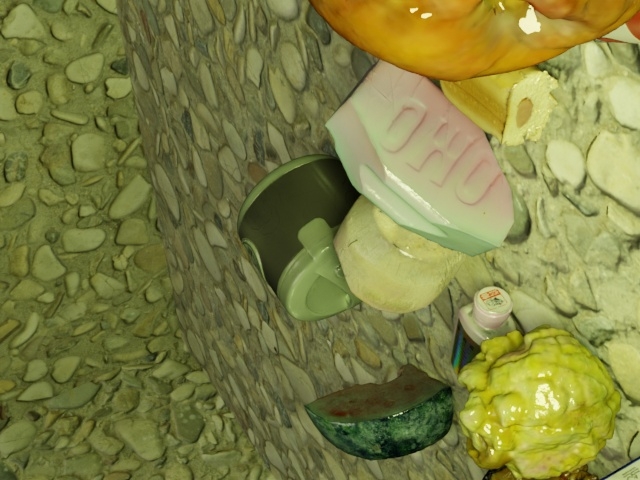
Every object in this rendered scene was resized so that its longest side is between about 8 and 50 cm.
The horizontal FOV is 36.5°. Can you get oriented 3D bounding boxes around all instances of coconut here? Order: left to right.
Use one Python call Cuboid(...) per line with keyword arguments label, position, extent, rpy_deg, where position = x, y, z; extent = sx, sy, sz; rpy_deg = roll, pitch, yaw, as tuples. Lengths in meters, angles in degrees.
Cuboid(label="coconut", position=(0.139, 0.008, 1.668), extent=(0.227, 0.227, 0.230), rpy_deg=(60, 157, 16))

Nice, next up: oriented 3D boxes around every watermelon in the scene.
Cuboid(label="watermelon", position=(0.135, 0.367, 2.052), extent=(0.226, 0.318, 0.148), rpy_deg=(-69, -35, -58))

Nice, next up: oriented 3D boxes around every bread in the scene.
Cuboid(label="bread", position=(0.246, -0.222, 1.361), extent=(0.173, 0.085, 0.134), rpy_deg=(50, 157, 33))

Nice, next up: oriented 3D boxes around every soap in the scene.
Cuboid(label="soap", position=(0.164, -0.121, 1.515), extent=(0.324, 0.193, 0.109), rpy_deg=(41, 156, -8))

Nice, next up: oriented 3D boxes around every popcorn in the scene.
Cuboid(label="popcorn", position=(0.320, 0.239, 1.463), extent=(0.212, 0.259, 0.259), rpy_deg=(-89, -3, -48))

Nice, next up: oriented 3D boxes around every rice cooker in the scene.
Cuboid(label="rice cooker", position=(0.000, 0.003, 1.923), extent=(0.277, 0.288, 0.288), rpy_deg=(55, 156, 27))

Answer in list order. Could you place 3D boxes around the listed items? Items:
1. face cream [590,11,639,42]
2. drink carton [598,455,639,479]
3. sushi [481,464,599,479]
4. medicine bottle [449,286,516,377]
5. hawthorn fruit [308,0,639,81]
Cuboid(label="face cream", position=(0.348, -0.264, 1.061), extent=(0.214, 0.096, 0.095), rpy_deg=(23, 133, 60))
Cuboid(label="drink carton", position=(0.498, 0.485, 1.459), extent=(0.130, 0.107, 0.315), rpy_deg=(40, 146, 52))
Cuboid(label="sushi", position=(0.371, 0.443, 1.629), extent=(0.200, 0.213, 0.204), rpy_deg=(36, 165, 13))
Cuboid(label="medicine bottle", position=(0.284, 0.170, 1.682), extent=(0.115, 0.078, 0.219), rpy_deg=(54, 155, 35))
Cuboid(label="hawthorn fruit", position=(0.162, -0.385, 0.955), extent=(0.472, 0.472, 0.471), rpy_deg=(50, 153, 37))
